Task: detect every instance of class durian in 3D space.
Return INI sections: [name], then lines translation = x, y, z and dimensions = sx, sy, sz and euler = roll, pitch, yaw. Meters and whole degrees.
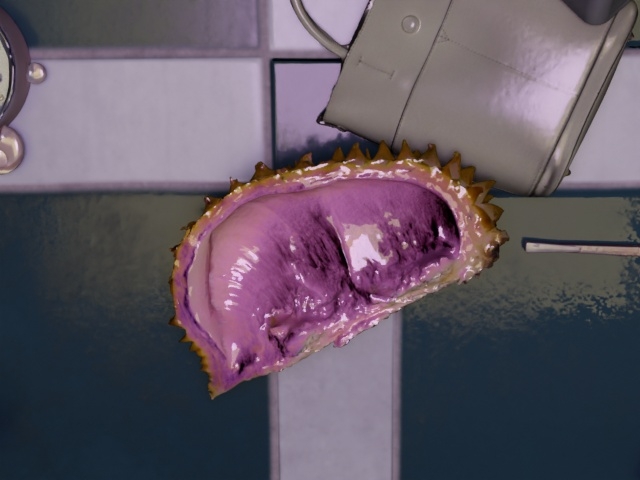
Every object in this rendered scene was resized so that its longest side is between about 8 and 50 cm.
[durian]
translation = 0.001, 0.000, 0.987
dimensions = 0.341, 0.112, 0.191
euler = -28, 97, 12

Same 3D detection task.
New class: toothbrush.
[toothbrush]
translation = 0.301, 0.007, 1.036
dimensions = 0.194, 0.014, 0.017
euler = -1, 102, 2

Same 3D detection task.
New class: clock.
[clock]
translation = -0.356, -0.165, 0.990
dimensions = 0.155, 0.063, 0.229
euler = -26, 101, 7

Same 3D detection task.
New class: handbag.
[handbag]
translation = 0.118, -0.189, 0.981
dimensions = 0.315, 0.109, 0.241
euler = 25, 101, 10

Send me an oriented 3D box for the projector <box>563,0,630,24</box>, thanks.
[projector]
translation = 0.263, -0.338, 0.876
dimensions = 0.256, 0.099, 0.192
euler = -41, 75, -1
